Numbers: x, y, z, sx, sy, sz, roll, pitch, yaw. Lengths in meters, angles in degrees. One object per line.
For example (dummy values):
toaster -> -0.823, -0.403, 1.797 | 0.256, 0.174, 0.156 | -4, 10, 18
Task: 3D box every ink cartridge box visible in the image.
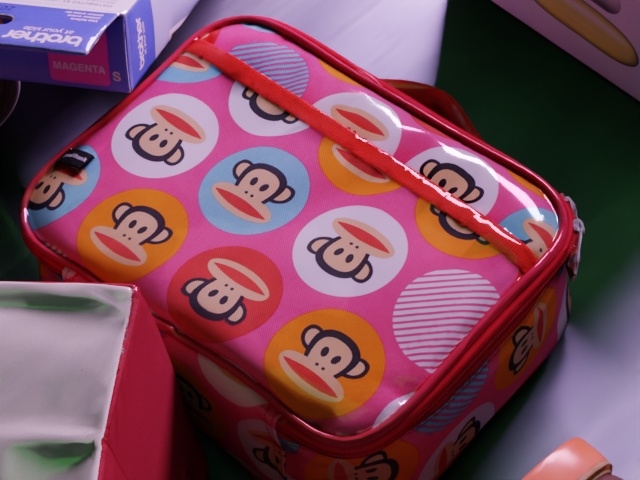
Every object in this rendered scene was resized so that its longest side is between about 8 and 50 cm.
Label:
ink cartridge box -> -0.170, -0.174, 1.237 | 0.185, 0.065, 0.311 | 7, 32, 14

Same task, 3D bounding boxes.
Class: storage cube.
storage cube -> -0.174, 0.144, 1.020 | 0.215, 0.193, 0.184 | 1, 57, 10

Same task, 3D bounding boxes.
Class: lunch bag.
lunch bag -> 0.000, 0.000, 1.141 | 0.293, 0.120, 0.258 | 33, 62, 27

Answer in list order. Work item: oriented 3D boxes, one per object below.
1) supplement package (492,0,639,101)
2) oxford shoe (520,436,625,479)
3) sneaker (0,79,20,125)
supplement package -> 0.195, -0.218, 1.203 | 0.149, 0.194, 0.203 | -42, 60, -18
oxford shoe -> 0.085, 0.221, 0.993 | 0.098, 0.097, 0.271 | 37, 69, 21
sneaker -> -0.341, -0.061, 1.243 | 0.290, 0.106, 0.123 | -31, 50, -22
